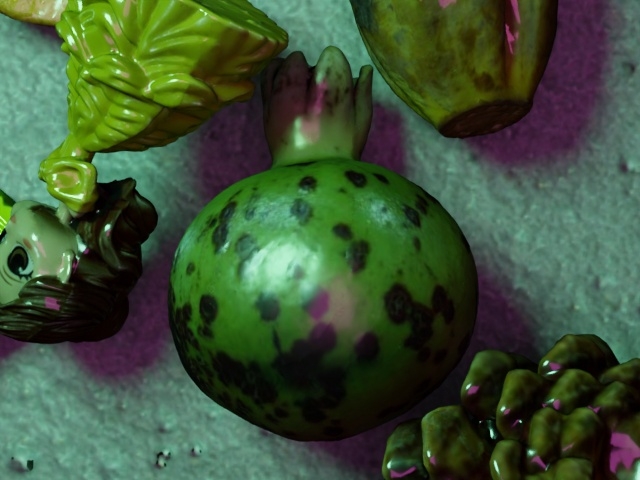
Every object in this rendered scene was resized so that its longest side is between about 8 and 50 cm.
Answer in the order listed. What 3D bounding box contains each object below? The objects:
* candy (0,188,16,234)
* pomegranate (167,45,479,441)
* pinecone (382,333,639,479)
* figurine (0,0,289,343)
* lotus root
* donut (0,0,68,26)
[{"bbox_3d":[-0.335,0.069,0.994,0.246,0.069,0.149,-43,90,-1],"label":"candy"},{"bbox_3d":[0.016,0.006,0.928,0.242,0.242,0.306,23,81,-2],"label":"pomegranate"},{"bbox_3d":[0.201,0.287,0.889,0.398,0.398,0.397,0,92,-2],"label":"pinecone"},{"bbox_3d":[-0.171,-0.060,0.901,0.187,0.168,0.315,37,107,23],"label":"figurine"},{"bbox_3d":[0.100,-0.227,0.943,0.193,0.193,0.291,-8,92,-1],"label":"lotus root"},{"bbox_3d":[-0.222,-0.262,0.981,0.190,0.074,0.174,0,93,-10],"label":"donut"}]
